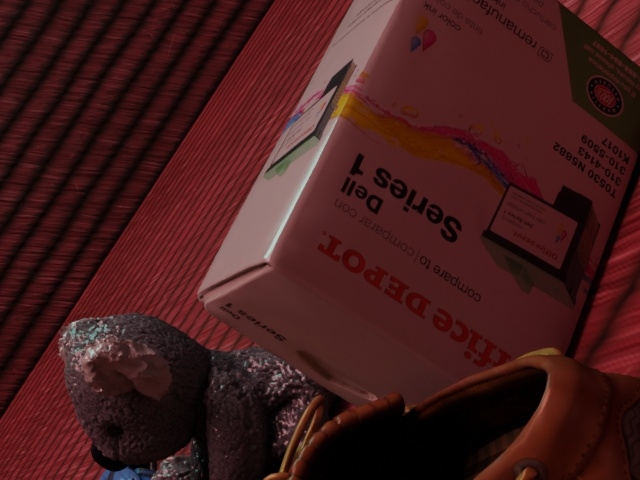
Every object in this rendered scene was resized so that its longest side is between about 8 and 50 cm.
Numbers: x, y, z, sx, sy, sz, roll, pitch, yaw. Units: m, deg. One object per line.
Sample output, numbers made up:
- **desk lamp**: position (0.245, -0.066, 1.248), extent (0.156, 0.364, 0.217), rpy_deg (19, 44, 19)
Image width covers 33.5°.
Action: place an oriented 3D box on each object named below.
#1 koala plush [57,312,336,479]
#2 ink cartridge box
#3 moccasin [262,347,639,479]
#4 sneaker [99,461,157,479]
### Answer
- **koala plush**: position (-0.118, 0.136, 0.894), extent (0.203, 0.221, 0.196), rpy_deg (-58, 16, -6)
- **ink cartridge box**: position (0.079, -0.033, 0.691), extent (0.117, 0.201, 0.278), rpy_deg (-26, 34, 60)
- **moccasin**: position (0.031, 0.147, 0.578), extent (0.380, 0.147, 0.139), rpy_deg (-30, 30, 57)
- **sneaker**: position (-0.204, 0.287, 1.128), extent (0.082, 0.069, 0.209), rpy_deg (-49, 17, 10)
